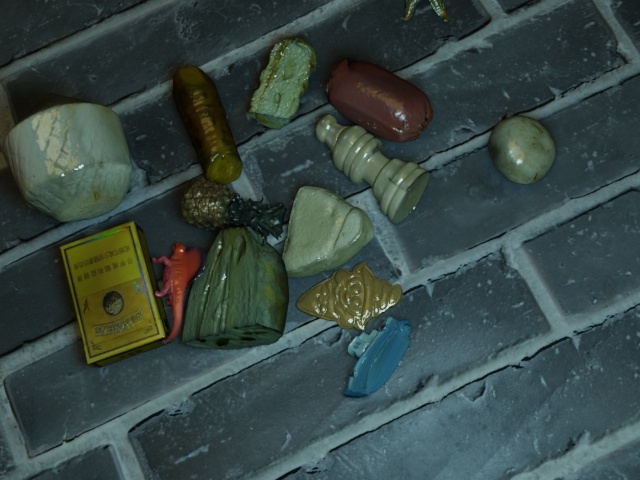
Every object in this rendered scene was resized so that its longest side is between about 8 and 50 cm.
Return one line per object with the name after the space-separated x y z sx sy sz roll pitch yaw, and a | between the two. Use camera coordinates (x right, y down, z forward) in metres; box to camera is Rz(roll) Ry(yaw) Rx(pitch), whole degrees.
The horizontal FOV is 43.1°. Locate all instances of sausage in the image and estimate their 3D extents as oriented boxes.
0.136 -0.340 1.955 0.279 0.152 0.152 33 80 15 | sausage

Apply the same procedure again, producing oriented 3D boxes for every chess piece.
0.104 -0.188 1.937 0.307 0.139 0.124 40 64 21 | chess piece

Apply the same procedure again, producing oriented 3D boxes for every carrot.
-0.284 -0.289 2.010 0.114 0.114 0.302 -22 73 0 | carrot

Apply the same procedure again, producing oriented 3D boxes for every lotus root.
-0.178 0.105 1.852 0.267 0.149 0.260 -19 59 41 | lotus root

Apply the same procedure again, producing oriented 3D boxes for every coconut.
-0.598 -0.211 1.935 0.328 0.329 0.329 -2 73 6 | coconut

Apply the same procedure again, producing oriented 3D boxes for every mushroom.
0.469 -0.210 1.893 0.166 0.127 0.166 5 73 -16 | mushroom

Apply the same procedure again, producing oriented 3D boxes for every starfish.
0.289 -0.653 2.087 0.175 0.053 0.208 -8 79 -6 | starfish

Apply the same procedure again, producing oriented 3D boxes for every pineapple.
-0.203 -0.071 1.934 0.248 0.128 0.128 13 76 6 | pineapple

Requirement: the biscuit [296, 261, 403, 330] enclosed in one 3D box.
0.067 0.134 1.887 0.250 0.035 0.163 -9 69 6 | biscuit

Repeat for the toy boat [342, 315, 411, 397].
0.116 0.259 1.826 0.102 0.088 0.215 22 75 47 | toy boat

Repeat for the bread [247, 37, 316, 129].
-0.087 -0.393 2.034 0.128 0.088 0.232 18 83 21 | bread

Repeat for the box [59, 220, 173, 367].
-0.485 0.127 1.923 0.192 0.084 0.302 -20 72 1 | box

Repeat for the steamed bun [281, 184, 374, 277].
0.026 -0.008 1.888 0.212 0.110 0.231 7 77 32 | steamed bun

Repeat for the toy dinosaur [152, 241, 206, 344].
-0.312 0.101 1.877 0.139 0.070 0.286 -27 46 16 | toy dinosaur
